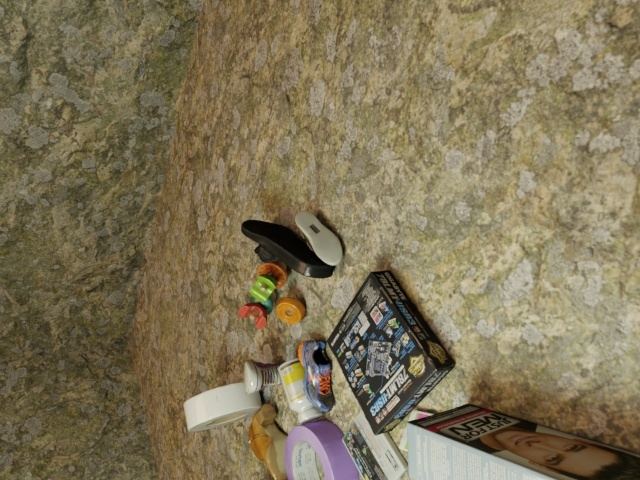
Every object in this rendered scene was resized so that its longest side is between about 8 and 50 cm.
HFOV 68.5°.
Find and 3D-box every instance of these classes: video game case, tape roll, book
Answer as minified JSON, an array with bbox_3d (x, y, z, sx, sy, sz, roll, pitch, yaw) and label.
[{"bbox_3d":[0.140,0.565,1.255,0.190,0.022,0.173,54,133,39],"label":"video game case"},{"bbox_3d":[-0.002,0.688,1.409,0.275,0.090,0.274,4,95,57],"label":"tape roll"},{"bbox_3d":[-0.364,0.624,1.766,0.286,0.286,0.100,-46,54,46],"label":"tape roll"},{"bbox_3d":[0.249,0.437,1.047,0.144,0.035,0.096,-13,48,56],"label":"book"}]

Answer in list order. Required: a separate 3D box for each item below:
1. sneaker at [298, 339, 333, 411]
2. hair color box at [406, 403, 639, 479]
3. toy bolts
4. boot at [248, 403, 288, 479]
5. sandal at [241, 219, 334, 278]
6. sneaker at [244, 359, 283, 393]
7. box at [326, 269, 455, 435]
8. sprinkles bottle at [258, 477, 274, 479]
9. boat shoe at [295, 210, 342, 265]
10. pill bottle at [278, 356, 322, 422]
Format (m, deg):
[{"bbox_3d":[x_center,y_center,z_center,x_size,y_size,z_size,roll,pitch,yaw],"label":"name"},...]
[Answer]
[{"bbox_3d":[-0.005,0.402,1.413,0.087,0.083,0.221,-33,67,43],"label":"sneaker"},{"bbox_3d":[0.345,0.392,0.799,0.375,0.186,0.113,-4,87,56],"label":"hair color box"},{"bbox_3d":[-0.150,0.193,1.610,0.218,0.158,0.228,38,126,-3],"label":"toy bolts"},{"bbox_3d":[-0.180,0.754,1.680,0.295,0.104,0.211,65,145,38],"label":"boot"},{"bbox_3d":[-0.132,0.038,1.500,0.446,0.168,0.106,34,115,49],"label":"sandal"},{"bbox_3d":[-0.175,0.447,1.572,0.282,0.161,0.102,138,133,-78],"label":"sneaker"},{"bbox_3d":[0.155,0.278,1.176,0.293,0.074,0.295,57,135,36],"label":"box"},{"bbox_3d":[-0.156,0.858,1.525,0.355,0.121,0.121,125,135,-66],"label":"sprinkles bottle"},{"bbox_3d":[0.000,0.000,1.402,0.219,0.078,0.070,54,168,35],"label":"boat shoe"},{"bbox_3d":[-0.059,0.468,1.471,0.103,0.103,0.184,-52,50,43],"label":"pill bottle"}]
